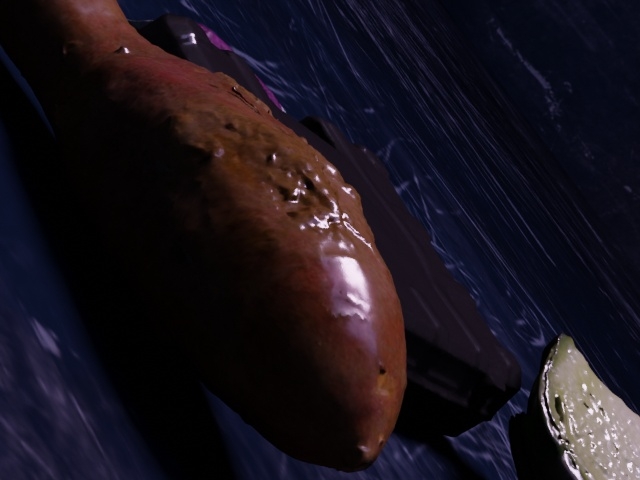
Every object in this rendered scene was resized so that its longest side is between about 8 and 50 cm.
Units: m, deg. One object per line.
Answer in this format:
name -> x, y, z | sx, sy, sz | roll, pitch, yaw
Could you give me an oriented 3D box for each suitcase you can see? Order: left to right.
suitcase -> 0.000, 0.000, 1.101 | 0.206, 0.066, 0.285 | 57, 12, 26

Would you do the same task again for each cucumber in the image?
cucumber -> 0.205, 0.213, 1.159 | 0.325, 0.105, 0.145 | 51, 38, -3

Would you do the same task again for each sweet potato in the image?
sweet potato -> -0.071, -0.043, 0.864 | 0.385, 0.109, 0.109 | 52, 9, 33

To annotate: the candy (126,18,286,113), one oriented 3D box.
candy -> -0.063, -0.096, 1.227 | 0.175, 0.045, 0.043 | 44, 47, -40
